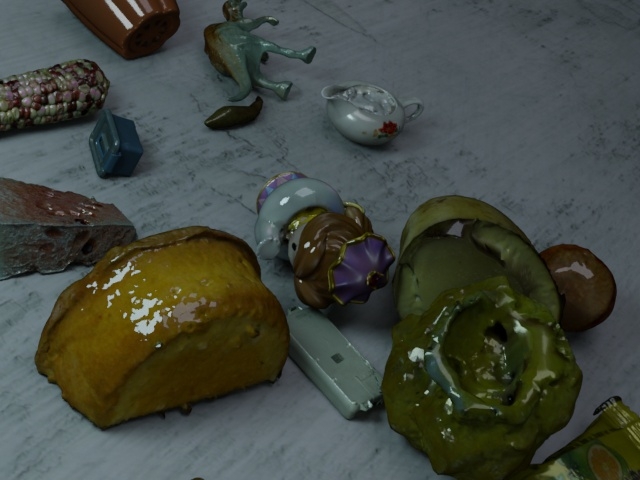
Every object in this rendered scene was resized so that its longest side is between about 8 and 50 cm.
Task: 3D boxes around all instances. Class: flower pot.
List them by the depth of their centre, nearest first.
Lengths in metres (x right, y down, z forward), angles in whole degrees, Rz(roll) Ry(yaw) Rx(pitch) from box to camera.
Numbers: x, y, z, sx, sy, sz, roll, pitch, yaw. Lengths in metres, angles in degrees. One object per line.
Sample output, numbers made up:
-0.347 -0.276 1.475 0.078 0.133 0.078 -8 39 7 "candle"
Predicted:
-0.342 -0.423 1.873 0.190 0.190 0.173 -24 70 -42 "flower pot"

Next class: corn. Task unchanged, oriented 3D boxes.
-0.454 -0.220 1.649 0.280 0.092 0.092 -19 55 -38 "corn"

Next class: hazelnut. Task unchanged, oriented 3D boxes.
0.394 0.080 1.714 0.150 0.150 0.150 14 40 -12 "hazelnut"

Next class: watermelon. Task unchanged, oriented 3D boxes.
-0.368 -0.020 1.487 0.241 0.094 0.154 5 33 -23 "watermelon"

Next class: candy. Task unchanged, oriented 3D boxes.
0.356 0.325 1.435 0.297 0.081 0.187 -23 57 -27 "candy"

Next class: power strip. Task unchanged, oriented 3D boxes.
0.015 0.166 1.492 0.081 0.035 0.192 -20 56 -42 "power strip"

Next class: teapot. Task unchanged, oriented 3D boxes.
0.088 -0.229 1.926 0.226 0.092 0.145 -6 50 -33 "teapot"

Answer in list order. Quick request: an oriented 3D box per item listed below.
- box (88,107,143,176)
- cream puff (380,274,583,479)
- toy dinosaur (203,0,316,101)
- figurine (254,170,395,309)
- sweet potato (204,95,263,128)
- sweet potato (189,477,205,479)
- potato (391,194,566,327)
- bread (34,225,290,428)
-0.315 -0.147 1.656 0.054 0.074 0.099 12 39 -35 "box"
0.200 0.169 1.391 0.282 0.185 0.282 -16 50 20 "cream puff"
-0.126 -0.321 1.924 0.205 0.092 0.393 22 41 -2 "toy dinosaur"
0.000 0.000 1.562 0.189 0.142 0.263 -20 36 -15 "figurine"
-0.141 -0.218 1.844 0.041 0.038 0.153 52 43 9 "sweet potato"
-0.170 0.367 1.162 0.078 0.058 0.255 29 39 -26 "sweet potato"
0.219 0.044 1.591 0.285 0.242 0.242 28 37 -21 "potato"
-0.182 0.094 1.363 0.340 0.179 0.194 -11 51 -35 "bread"
